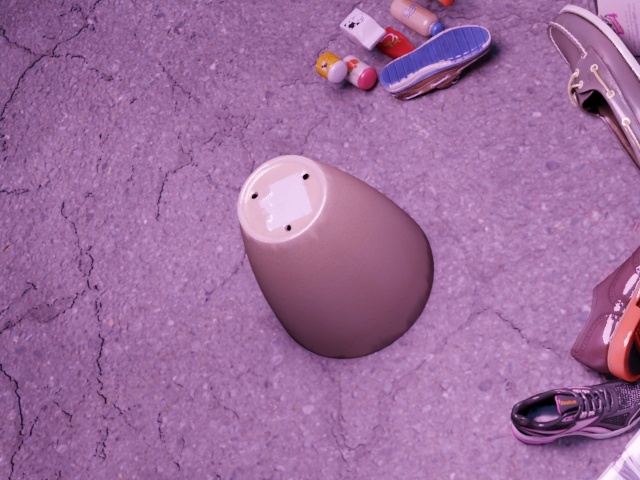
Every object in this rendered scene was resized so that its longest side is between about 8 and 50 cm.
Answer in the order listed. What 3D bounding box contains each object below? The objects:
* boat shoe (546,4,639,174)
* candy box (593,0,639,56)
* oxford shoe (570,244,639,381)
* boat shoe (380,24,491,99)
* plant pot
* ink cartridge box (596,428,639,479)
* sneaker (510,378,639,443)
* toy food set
[{"bbox_3d":[0.408,-0.214,1.480,0.091,0.109,0.305,-33,61,0],"label":"boat shoe"},{"bbox_3d":[0.507,-0.318,1.458,0.233,0.159,0.071,16,71,28],"label":"candy box"},{"bbox_3d":[0.411,0.049,1.364,0.098,0.097,0.271,12,62,45],"label":"oxford shoe"},{"bbox_3d":[0.186,-0.275,1.627,0.183,0.066,0.066,-20,57,20],"label":"boat shoe"},{"bbox_3d":[0.000,0.000,1.453,0.256,0.274,0.257,-9,63,18],"label":"plant pot"},{"bbox_3d":[0.378,0.315,1.184,0.273,0.198,0.114,-48,58,-4],"label":"ink cartridge box"},{"bbox_3d":[0.326,0.216,1.326,0.178,0.077,0.072,-20,61,12],"label":"sneaker"},{"bbox_3d":[0.111,-0.316,1.652,0.232,0.111,0.104,-47,57,-6],"label":"toy food set"}]
